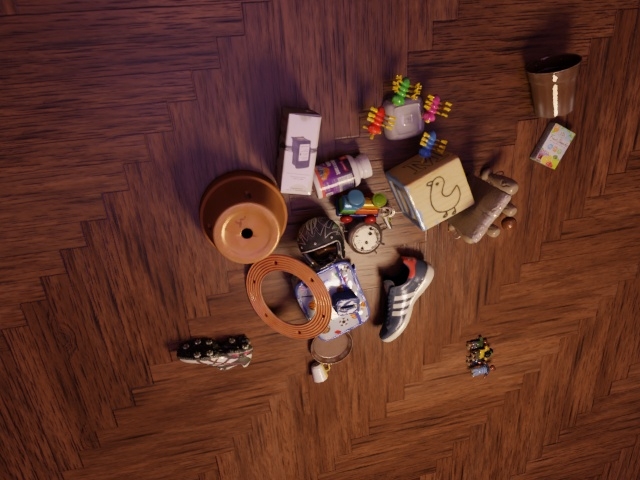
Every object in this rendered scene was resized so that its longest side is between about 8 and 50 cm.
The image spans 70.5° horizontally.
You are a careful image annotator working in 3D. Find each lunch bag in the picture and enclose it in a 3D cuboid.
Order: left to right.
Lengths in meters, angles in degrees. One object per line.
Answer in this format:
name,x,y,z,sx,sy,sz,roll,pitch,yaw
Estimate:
lunch bag,0.043,0.200,1.652,0.243,0.115,0.303,-25,116,-4
lunch bag,0.087,0.220,1.576,0.098,0.065,0.067,-9,111,-18

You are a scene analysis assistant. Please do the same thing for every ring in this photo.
ring,-0.109,0.194,1.564,0.337,0.032,0.336,13,121,22

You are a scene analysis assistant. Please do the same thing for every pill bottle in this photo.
pill bottle,0.066,-0.216,1.483,0.194,0.108,0.108,-20,115,-5

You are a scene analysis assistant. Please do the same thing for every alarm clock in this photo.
alarm clock,0.138,-0.019,1.610,0.192,0.064,0.129,15,108,-15

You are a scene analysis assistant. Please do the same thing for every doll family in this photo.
doll family,0.695,0.506,1.950,0.111,0.076,0.193,-12,119,-12

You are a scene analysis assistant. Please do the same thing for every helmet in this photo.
helmet,0.000,0.000,1.523,0.169,0.169,0.161,-29,125,0

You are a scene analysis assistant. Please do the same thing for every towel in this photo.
towel,0.513,-0.118,1.530,0.049,0.282,0.187,29,104,-17

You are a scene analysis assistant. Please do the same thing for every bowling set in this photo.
bowling set,0.610,-0.098,1.658,0.200,0.154,0.287,32,102,-41

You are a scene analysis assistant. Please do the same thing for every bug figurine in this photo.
bug figurine,0.281,-0.383,1.425,0.279,0.072,0.216,21,100,-16

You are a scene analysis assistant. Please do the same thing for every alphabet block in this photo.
alphabet block,0.363,-0.178,1.521,0.197,0.193,0.192,-30,117,0

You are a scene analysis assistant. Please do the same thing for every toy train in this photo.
toy train,0.184,-0.122,1.515,0.248,0.143,0.105,1,79,-13

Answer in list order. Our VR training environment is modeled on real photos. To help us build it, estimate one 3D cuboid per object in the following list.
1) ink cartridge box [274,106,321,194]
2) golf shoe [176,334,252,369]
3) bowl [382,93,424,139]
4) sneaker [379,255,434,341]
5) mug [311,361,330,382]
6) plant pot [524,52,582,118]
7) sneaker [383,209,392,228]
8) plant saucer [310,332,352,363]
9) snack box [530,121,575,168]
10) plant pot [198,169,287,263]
ink cartridge box,-0.074,-0.279,1.390,0.100,0.172,0.237,3,111,-14
golf shoe,-0.385,0.428,1.655,0.273,0.105,0.120,0,119,-12
bowl,0.280,-0.401,1.487,0.142,0.053,0.142,-13,115,-9
sneaker,0.279,0.214,1.711,0.148,0.131,0.350,23,100,-13
mug,-0.006,0.516,1.808,0.062,0.078,0.064,-9,108,27
plant pot,0.774,-0.507,1.502,0.167,0.167,0.165,-23,122,-2
sneaker,0.244,-0.080,1.623,0.035,0.031,0.083,-28,115,-1
plant saucer,0.042,0.410,1.782,0.168,0.029,0.168,-5,114,-11
snack box,0.843,-0.343,1.646,0.100,0.037,0.141,19,106,-20
plant pot,-0.238,-0.055,1.430,0.291,0.203,0.290,-5,114,-11
